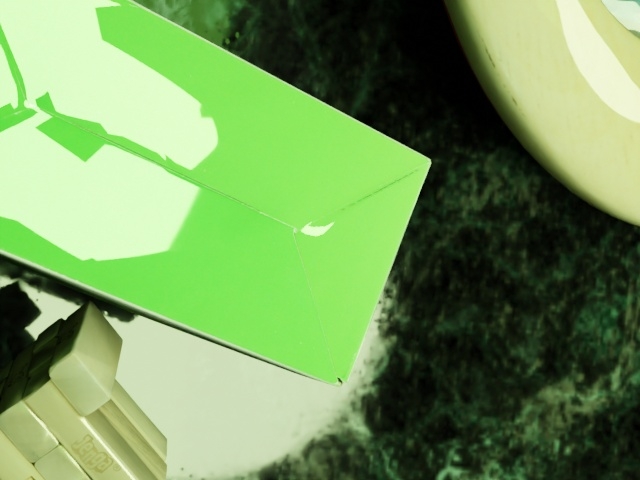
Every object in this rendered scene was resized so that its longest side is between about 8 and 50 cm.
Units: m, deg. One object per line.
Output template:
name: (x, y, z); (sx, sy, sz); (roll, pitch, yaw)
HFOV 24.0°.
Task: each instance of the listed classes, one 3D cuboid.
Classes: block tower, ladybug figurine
block tower: (-0.224, 0.172, 0.751); (0.335, 0.091, 0.097); (-37, 105, 5)
ladybug figurine: (0.186, -0.216, 0.916); (0.305, 0.162, 0.449); (-8, 94, -21)

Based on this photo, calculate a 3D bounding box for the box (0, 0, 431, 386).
box: (-0.126, -0.042, 0.738); (0.262, 0.231, 0.127); (25, 85, -33)
